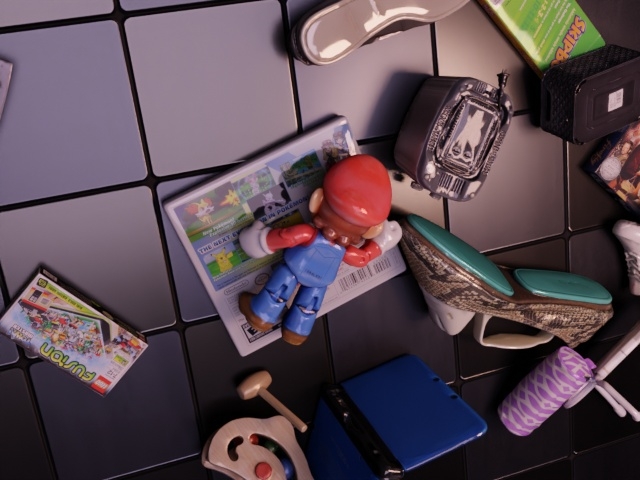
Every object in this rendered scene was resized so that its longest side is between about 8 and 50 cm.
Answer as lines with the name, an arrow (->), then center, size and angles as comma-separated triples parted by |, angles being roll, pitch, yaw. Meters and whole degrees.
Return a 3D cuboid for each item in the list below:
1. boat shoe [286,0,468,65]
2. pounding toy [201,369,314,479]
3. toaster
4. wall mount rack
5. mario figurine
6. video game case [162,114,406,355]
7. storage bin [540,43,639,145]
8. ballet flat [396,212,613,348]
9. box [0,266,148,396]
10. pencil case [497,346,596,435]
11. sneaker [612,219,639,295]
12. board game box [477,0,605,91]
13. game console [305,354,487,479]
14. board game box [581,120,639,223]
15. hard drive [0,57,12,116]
boat shoe -> 0.094, -0.371, 1.180 | 0.335, 0.095, 0.112 | -28, 115, -15
pounding toy -> -0.103, 0.365, 1.255 | 0.154, 0.155, 0.269 | -21, 78, -24
toaster -> 0.213, -0.181, 1.232 | 0.129, 0.146, 0.227 | 18, 100, -23
wall mount rack -> 0.636, 0.236, 1.470 | 0.350, 0.304, 0.130 | -46, 75, 4
mario figurine -> 0.000, 0.000, 1.212 | 0.198, 0.170, 0.320 | 10, 118, -57
video game case -> -0.050, -0.005, 1.257 | 0.329, 0.036, 0.300 | -27, 112, -8
storage bin -> 0.480, -0.255, 1.310 | 0.180, 0.084, 0.122 | -23, 125, -19
ballet flat -> 0.312, 0.108, 1.354 | 0.482, 0.164, 0.182 | 18, 114, -24
box -> -0.389, 0.147, 1.186 | 0.207, 0.036, 0.114 | 39, 91, -24
pencil case -> 0.428, 0.287, 1.434 | 0.088, 0.086, 0.206 | 5, 135, -40
sneaker -> 0.640, 0.050, 1.473 | 0.232, 0.090, 0.115 | 36, 95, -23
board game box -> 0.376, -0.382, 1.290 | 0.259, 0.039, 0.124 | 42, 90, -22
game console -> 0.112, 0.352, 1.271 | 0.173, 0.293, 0.250 | 10, 102, -20
board game box -> 0.634, -0.131, 1.442 | 0.243, 0.042, 0.165 | 35, 92, -23
hard drive -> -0.543, -0.157, 1.039 | 0.172, 0.054, 0.255 | 19, 98, -22
